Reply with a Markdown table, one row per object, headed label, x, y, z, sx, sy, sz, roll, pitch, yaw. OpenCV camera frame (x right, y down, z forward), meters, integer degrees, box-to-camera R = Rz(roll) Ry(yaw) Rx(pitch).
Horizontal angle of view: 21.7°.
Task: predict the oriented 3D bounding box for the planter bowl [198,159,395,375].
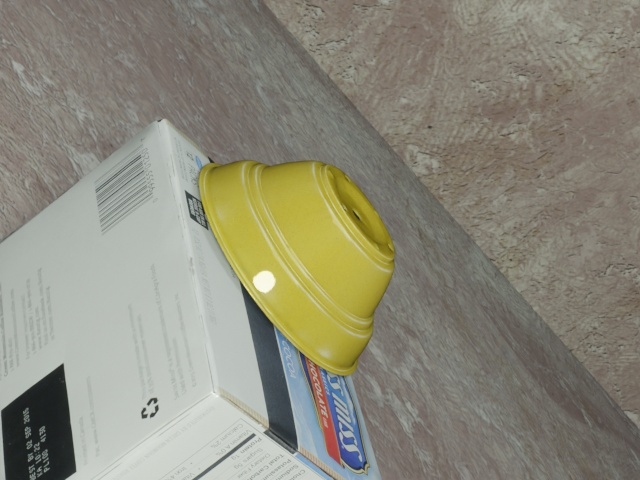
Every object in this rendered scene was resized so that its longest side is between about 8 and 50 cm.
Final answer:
| label | x | y | z | sx | sy | sz | roll | pitch | yaw |
| --- | --- | --- | --- | --- | --- | --- | --- | --- | --- |
| planter bowl | 0.000 | 0.000 | 1.406 | 0.217 | 0.090 | 0.217 | 50 | 17 | -20 |

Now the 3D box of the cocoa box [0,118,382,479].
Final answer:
| label | x | y | z | sx | sy | sz | roll | pitch | yaw |
| --- | --- | --- | --- | --- | --- | --- | --- | --- | --- |
| cocoa box | -0.123 | 0.121 | 1.397 | 0.228 | 0.231 | 0.347 | 41 | 21 | -37 |
